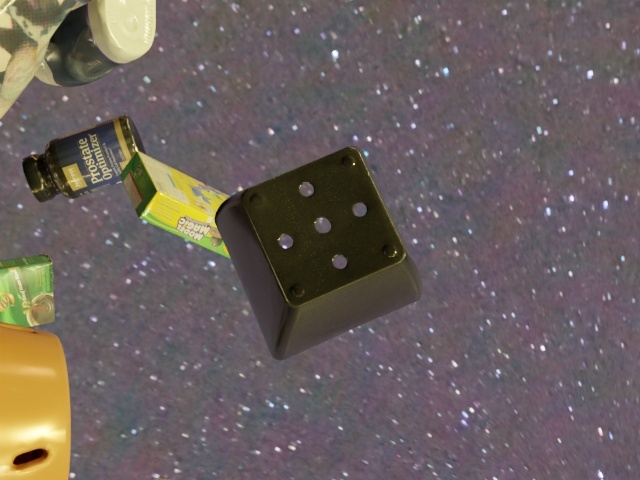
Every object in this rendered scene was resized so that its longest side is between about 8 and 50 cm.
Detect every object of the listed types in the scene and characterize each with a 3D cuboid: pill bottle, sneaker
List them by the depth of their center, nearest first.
[{"bbox_3d":[-0.333,-0.371,1.209,0.236,0.130,0.323,-8,-103,38],"label":"sneaker"},{"bbox_3d":[-0.453,-0.153,1.693,0.219,0.123,0.123,-20,-119,-2],"label":"pill bottle"}]

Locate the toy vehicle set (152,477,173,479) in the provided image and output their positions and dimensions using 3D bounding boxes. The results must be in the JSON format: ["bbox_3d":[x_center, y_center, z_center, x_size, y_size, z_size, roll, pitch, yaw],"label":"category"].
[{"bbox_3d":[-0.267,0.520,1.329,0.035,0.166,0.267,5,-75,14],"label":"toy vehicle set"}]

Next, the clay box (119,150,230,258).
[{"bbox_3d":[-0.175,-0.040,1.277,0.053,0.222,0.127,-52,-142,13],"label":"clay box"}]

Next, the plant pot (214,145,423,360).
[{"bbox_3d":[0.000,0.000,0.926,0.187,0.167,0.188,-23,-101,-7],"label":"plant pot"}]

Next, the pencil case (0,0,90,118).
[{"bbox_3d":[-0.166,-0.136,0.394,0.410,0.160,0.183,-49,-147,-1],"label":"pencil case"}]

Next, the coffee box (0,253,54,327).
[{"bbox_3d":[-0.511,0.090,1.362,0.040,0.184,0.113,36,-53,50],"label":"coffee box"}]

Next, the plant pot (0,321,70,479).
[{"bbox_3d":[-0.382,0.201,0.918,0.203,0.291,0.291,2,-121,-26],"label":"plant pot"}]
